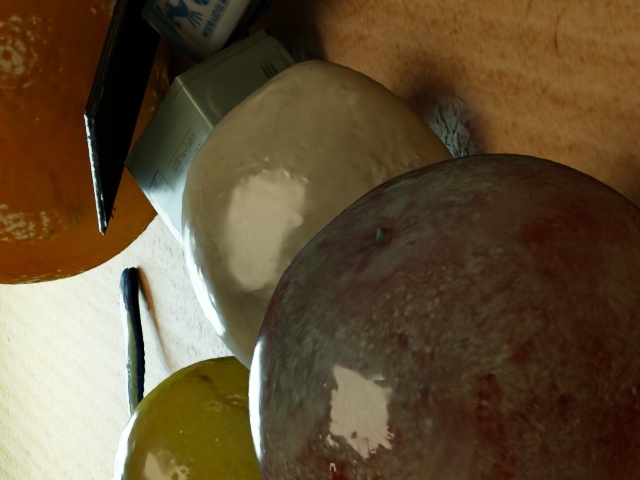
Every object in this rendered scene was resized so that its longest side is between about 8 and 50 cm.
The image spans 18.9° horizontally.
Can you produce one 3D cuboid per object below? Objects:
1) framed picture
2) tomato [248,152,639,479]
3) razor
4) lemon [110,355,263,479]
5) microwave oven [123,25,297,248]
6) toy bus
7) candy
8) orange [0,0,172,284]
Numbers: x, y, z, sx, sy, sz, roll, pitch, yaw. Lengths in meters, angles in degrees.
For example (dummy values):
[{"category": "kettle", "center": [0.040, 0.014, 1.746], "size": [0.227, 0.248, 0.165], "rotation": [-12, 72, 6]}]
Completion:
[{"category": "framed picture", "center": [-0.180, -0.207, 1.894], "size": [0.255, 0.014, 0.339], "rotation": [97, -175, -65]}, {"category": "tomato", "center": [0.107, 0.099, 1.283], "size": [0.282, 0.316, 0.316], "rotation": [52, 170, -27]}, {"category": "razor", "center": [-0.220, 0.187, 2.392], "size": [0.093, 0.056, 0.324], "rotation": [133, 126, -63]}, {"category": "lemon", "center": [-0.105, 0.237, 1.935], "size": [0.240, 0.219, 0.240], "rotation": [171, 90, -71]}, {"category": "microwave oven", "center": [-0.080, -0.084, 1.856], "size": [0.162, 0.122, 0.208], "rotation": [54, 151, 6]}, {"category": "toy bus", "center": [-0.066, -0.277, 1.742], "size": [0.106, 0.131, 0.297], "rotation": [40, 151, 0]}, {"category": "candy", "center": [0.000, 0.000, 1.608], "size": [0.295, 0.185, 0.295], "rotation": [17, 119, 34]}, {"category": "orange", "center": [-0.317, -0.151, 2.139], "size": [0.424, 0.326, 0.424], "rotation": [6, -90, -87]}]
